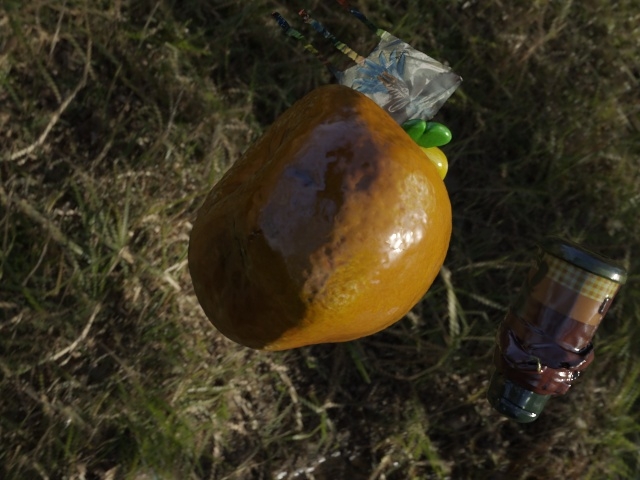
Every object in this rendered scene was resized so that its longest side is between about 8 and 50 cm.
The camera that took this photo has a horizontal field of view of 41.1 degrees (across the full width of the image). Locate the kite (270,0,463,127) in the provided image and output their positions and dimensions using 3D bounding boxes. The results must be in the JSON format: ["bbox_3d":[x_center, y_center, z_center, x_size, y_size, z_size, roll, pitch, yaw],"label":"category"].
[{"bbox_3d":[0.077,-0.284,1.316,0.310,0.169,0.015,40,33,-31],"label":"kite"}]

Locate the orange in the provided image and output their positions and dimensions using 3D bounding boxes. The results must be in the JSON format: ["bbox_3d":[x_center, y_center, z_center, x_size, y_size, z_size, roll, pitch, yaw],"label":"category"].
[{"bbox_3d":[0.000,0.000,0.734,0.183,0.249,0.249,40,53,-16],"label":"orange"}]

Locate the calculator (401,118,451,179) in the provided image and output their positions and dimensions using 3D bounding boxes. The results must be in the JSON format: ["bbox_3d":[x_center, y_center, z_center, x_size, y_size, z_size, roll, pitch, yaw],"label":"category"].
[{"bbox_3d":[0.080,-0.084,1.111,0.146,0.235,0.032,17,56,-23],"label":"calculator"}]

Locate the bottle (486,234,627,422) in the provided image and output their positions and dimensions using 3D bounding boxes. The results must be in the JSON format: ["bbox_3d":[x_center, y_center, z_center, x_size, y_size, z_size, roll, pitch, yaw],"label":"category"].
[{"bbox_3d":[0.328,0.136,1.233,0.156,0.143,0.271,17,102,-35],"label":"bottle"}]
